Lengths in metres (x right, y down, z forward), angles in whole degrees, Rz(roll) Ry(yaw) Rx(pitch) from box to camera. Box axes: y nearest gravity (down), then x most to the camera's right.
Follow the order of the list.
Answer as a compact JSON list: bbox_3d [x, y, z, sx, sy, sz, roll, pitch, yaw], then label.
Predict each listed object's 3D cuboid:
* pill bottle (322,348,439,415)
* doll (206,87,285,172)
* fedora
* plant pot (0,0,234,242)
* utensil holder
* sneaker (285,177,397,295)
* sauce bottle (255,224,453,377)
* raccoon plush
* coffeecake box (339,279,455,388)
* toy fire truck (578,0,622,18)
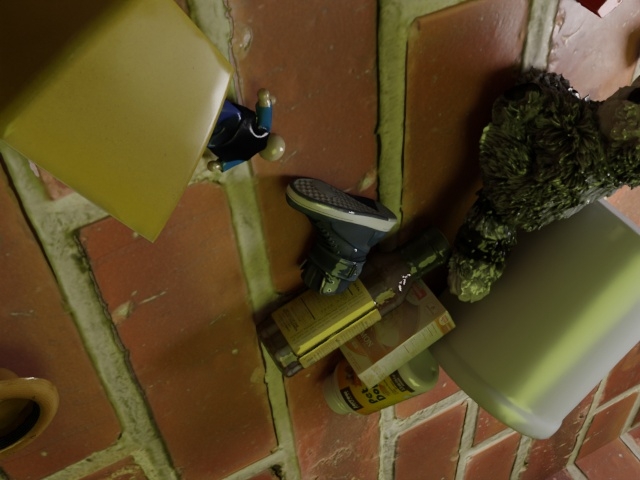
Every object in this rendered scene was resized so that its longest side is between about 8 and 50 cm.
[{"bbox_3d":[0.106,0.254,1.454,0.117,0.117,0.215,11,147,-44],"label":"pill bottle"},{"bbox_3d":[-0.110,-0.141,0.968,0.129,0.046,0.189,-48,140,17],"label":"doll"},{"bbox_3d":[-0.460,0.231,1.067,0.194,0.079,0.194,-27,144,-22],"label":"fedora"},{"bbox_3d":[-0.215,-0.161,0.754,0.187,0.212,0.212,-50,142,-2],"label":"plant pot"},{"bbox_3d":[0.416,0.105,1.410,0.327,0.327,0.385,19,115,-47],"label":"utensil holder"},{"bbox_3d":[0.001,0.001,1.170,0.226,0.086,0.163,17,116,-47],"label":"sneaker"},{"bbox_3d":[0.061,0.094,1.294,0.344,0.111,0.111,-31,142,-6],"label":"sauce bottle"},{"bbox_3d":[0.406,-0.057,1.191,0.216,0.299,0.446,-19,130,-42],"label":"raccoon plush"},{"bbox_3d":[0.115,0.141,1.358,0.185,0.142,0.068,-36,142,0],"label":"coffeecake box"},{"bbox_3d":[0.428,-0.420,1.082,0.192,0.047,0.135,-46,142,12],"label":"toy fire truck"}]
